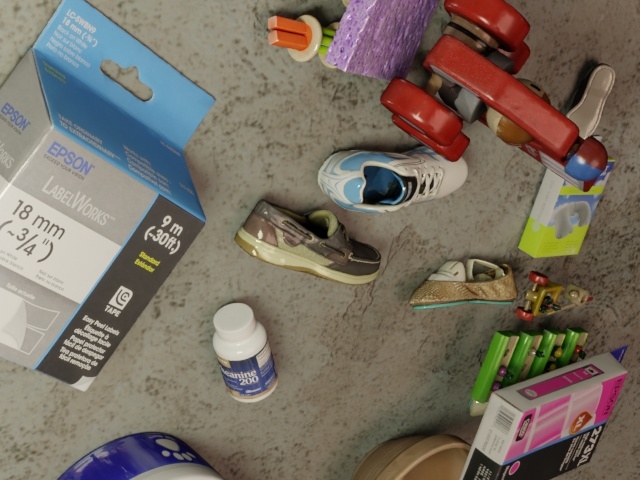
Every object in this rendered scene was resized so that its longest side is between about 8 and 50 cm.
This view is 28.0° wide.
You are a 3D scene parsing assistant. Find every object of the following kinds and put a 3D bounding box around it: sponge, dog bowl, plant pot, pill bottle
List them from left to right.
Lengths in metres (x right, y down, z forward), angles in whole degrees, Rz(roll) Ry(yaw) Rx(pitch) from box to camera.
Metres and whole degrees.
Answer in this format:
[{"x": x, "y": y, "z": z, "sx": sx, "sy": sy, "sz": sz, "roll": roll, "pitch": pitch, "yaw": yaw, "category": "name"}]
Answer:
[{"x": -0.227, "y": 0.372, "z": 1.571, "sx": 0.265, "sy": 0.104, "sz": 0.265, "roll": -24, "pitch": 131, "yaw": -30, "category": "dog bowl"}, {"x": -0.094, "y": 0.136, "z": 1.562, "sx": 0.067, "sy": 0.067, "sz": 0.120, "roll": -33, "pitch": 135, "yaw": -22, "category": "pill bottle"}, {"x": 0.074, "y": -0.239, "z": 1.429, "sx": 0.117, "sy": 0.031, "sz": 0.210, "roll": -66, "pitch": 162, "yaw": 12, "category": "sponge"}, {"x": 0.119, "y": 0.372, "z": 1.887, "sx": 0.237, "sy": 0.110, "sz": 0.237, "roll": -24, "pitch": 130, "yaw": -31, "category": "plant pot"}]

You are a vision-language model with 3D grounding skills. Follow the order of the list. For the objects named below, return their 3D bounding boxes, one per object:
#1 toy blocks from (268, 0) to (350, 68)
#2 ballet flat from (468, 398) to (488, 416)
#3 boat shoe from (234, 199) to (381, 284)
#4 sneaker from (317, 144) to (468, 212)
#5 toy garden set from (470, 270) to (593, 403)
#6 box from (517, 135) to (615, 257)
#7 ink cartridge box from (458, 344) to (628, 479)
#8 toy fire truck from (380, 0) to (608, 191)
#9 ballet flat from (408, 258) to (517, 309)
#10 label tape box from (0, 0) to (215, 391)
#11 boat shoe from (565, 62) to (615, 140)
[{"x": -0.020, "y": -0.255, "z": 1.377, "sx": 0.148, "sy": 0.054, "sz": 0.123, "roll": 8, "pitch": 111, "yaw": -45, "category": "toy blocks"}, {"x": 0.307, "y": 0.229, "z": 2.006, "sx": 0.168, "sy": 0.052, "sz": 0.057, "roll": -34, "pitch": 135, "yaw": -21, "category": "ballet flat"}, {"x": -0.001, "y": -0.001, "z": 1.548, "sx": 0.223, "sy": 0.080, "sz": 0.073, "roll": 12, "pitch": 113, "yaw": -42, "category": "boat shoe"}, {"x": 0.103, "y": -0.071, "z": 1.591, "sx": 0.237, "sy": 0.086, "sz": 0.085, "roll": -6, "pitch": 122, "yaw": -41, "category": "sneaker"}, {"x": 0.342, "y": 0.147, "z": 1.903, "sx": 0.244, "sy": 0.049, "sz": 0.203, "roll": 2, "pitch": 112, "yaw": -49, "category": "toy garden set"}, {"x": 0.361, "y": -0.063, "z": 1.869, "sx": 0.109, "sy": 0.042, "sz": 0.178, "roll": -4, "pitch": 120, "yaw": -42, "category": "box"}, {"x": 0.359, "y": 0.275, "z": 1.935, "sx": 0.371, "sy": 0.069, "sz": 0.175, "roll": -12, "pitch": 127, "yaw": -47, "category": "ink cartridge box"}, {"x": 0.223, "y": -0.151, "z": 1.485, "sx": 0.169, "sy": 0.254, "sz": 0.302, "roll": -56, "pitch": 170, "yaw": 2, "category": "toy fire truck"}, {"x": 0.198, "y": 0.060, "z": 1.796, "sx": 0.206, "sy": 0.073, "sz": 0.067, "roll": -1, "pitch": 91, "yaw": -45, "category": "ballet flat"}, {"x": -0.243, "y": -0.040, "z": 1.278, "sx": 0.333, "sy": 0.106, "sz": 0.241, "roll": -54, "pitch": 139, "yaw": 1, "category": "label tape box"}, {"x": 0.372, "y": -0.190, "z": 1.795, "sx": 0.046, "sy": 0.038, "sz": 0.125, "roll": 20, "pitch": 106, "yaw": -3, "category": "boat shoe"}]
